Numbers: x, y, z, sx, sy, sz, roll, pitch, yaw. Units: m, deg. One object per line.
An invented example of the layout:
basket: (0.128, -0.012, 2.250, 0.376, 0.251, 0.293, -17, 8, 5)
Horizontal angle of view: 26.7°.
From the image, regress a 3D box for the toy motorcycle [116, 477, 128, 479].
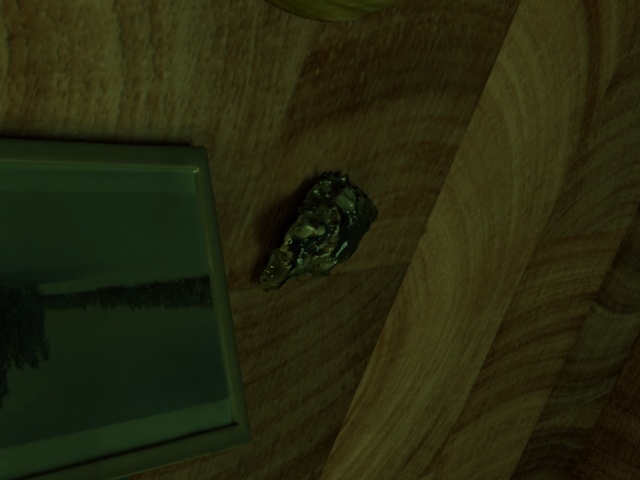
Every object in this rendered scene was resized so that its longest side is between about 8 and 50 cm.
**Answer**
toy motorcycle: (-0.213, 0.195, 0.871, 0.182, 0.123, 0.272, -9, 141, -13)

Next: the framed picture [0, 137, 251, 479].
framed picture: (-0.143, 0.042, 0.828, 0.289, 0.016, 0.213, -2, 82, -59)

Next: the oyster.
oyster: (0.007, -0.006, 1.141, 0.148, 0.051, 0.103, -47, 160, -45)

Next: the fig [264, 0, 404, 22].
fig: (-0.021, -0.207, 0.774, 0.257, 0.159, 0.159, -3, 119, -60)
